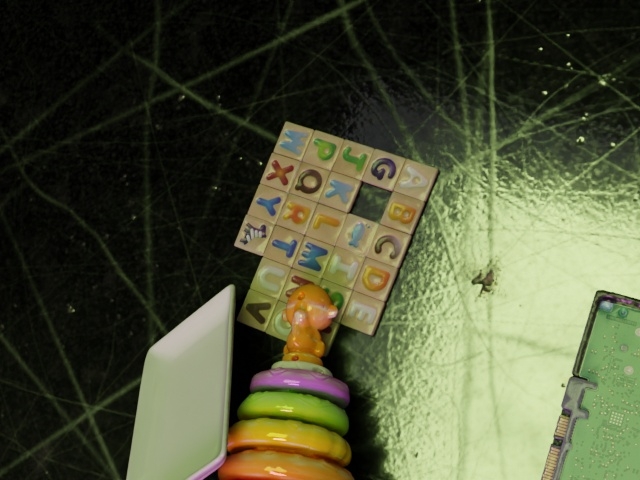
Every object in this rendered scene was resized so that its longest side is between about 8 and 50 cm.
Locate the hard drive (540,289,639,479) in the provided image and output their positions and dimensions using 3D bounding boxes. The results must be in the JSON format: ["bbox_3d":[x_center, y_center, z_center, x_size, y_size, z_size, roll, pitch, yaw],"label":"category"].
[{"bbox_3d":[0.385,0.200,0.965,0.339,0.064,0.237,14,82,23],"label":"hard drive"}]

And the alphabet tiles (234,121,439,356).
[{"bbox_3d":[0.000,0.000,1.196,0.198,0.009,0.237,20,84,24],"label":"alphabet tiles"}]

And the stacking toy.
[{"bbox_3d":[-0.029,0.186,1.096,0.175,0.166,0.302,-7,62,30],"label":"stacking toy"}]

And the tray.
[{"bbox_3d":[-0.136,0.168,1.112,0.145,0.030,0.270,-39,27,21],"label":"tray"}]
